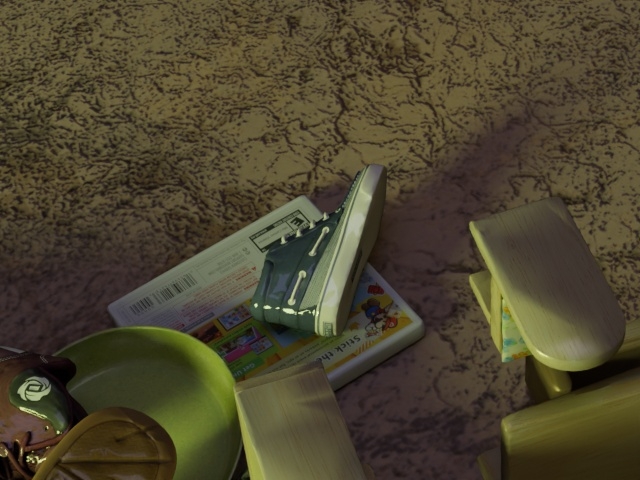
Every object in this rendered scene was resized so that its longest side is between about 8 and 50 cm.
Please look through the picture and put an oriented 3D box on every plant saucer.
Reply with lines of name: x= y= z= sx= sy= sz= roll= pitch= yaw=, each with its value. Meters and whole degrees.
plant saucer: x=-0.176 y=0.185 z=1.562 sx=0.241 sy=0.037 sz=0.241 roll=-9 pitch=53 yaw=13

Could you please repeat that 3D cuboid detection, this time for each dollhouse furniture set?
dollhouse furniture set: x=0.165 y=0.189 z=1.287 sx=0.394 sy=0.362 sz=0.256 roll=-15 pitch=49 yaw=-8

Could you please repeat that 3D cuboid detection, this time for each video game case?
video game case: x=-0.053 y=0.075 z=1.661 sx=0.227 sy=0.026 sz=0.206 roll=-30 pitch=51 yaw=-16

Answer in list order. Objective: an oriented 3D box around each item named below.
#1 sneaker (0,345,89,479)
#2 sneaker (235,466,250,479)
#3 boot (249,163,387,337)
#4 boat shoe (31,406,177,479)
sneaker: x=-0.277 y=0.203 z=1.495 sx=0.162 sy=0.106 sz=0.281 roll=2 pitch=58 yaw=19
sneaker: x=-0.023 y=0.317 z=1.404 sx=0.146 sy=0.134 sz=0.343 roll=13 pitch=40 yaw=-19
boot: x=0.000 y=0.000 z=1.652 sx=0.086 sy=0.069 sz=0.190 roll=11 pitch=54 yaw=14
boat shoe: x=-0.244 y=0.280 z=1.408 sx=0.123 sy=0.123 sz=0.342 roll=36 pitch=62 yaw=10
